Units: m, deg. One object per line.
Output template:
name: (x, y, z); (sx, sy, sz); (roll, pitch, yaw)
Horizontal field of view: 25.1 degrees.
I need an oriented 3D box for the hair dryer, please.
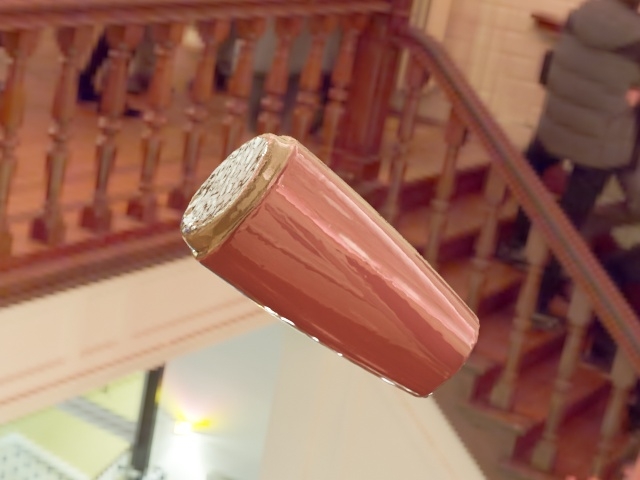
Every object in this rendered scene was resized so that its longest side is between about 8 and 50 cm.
hair dryer: (-0.005, -0.005, 0.550); (0.106, 0.054, 0.154); (38, 6, -21)
